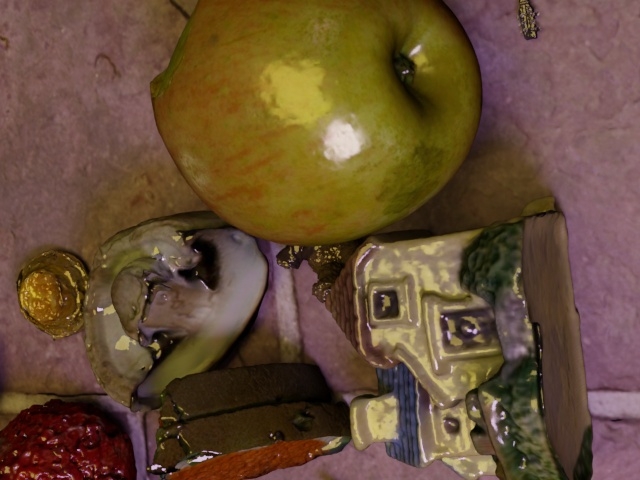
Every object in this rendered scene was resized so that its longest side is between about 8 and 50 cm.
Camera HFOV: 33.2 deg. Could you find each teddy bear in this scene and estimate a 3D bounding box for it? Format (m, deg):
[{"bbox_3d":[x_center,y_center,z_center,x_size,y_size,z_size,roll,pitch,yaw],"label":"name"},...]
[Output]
[{"bbox_3d":[0.005,0.005,1.320,0.119,0.078,0.160,-43,57,4],"label":"teddy bear"}]

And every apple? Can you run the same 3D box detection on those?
[{"bbox_3d":[-0.001,-0.159,1.147,0.340,0.339,0.339,3,97,22],"label":"apple"}]

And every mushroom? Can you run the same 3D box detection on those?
[{"bbox_3d":[-0.193,0.065,1.355,0.164,0.190,0.266,37,123,37],"label":"mushroom"}]

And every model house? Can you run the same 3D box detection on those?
[{"bbox_3d":[0.143,0.124,1.175,0.266,0.261,0.321,-7,90,25],"label":"model house"}]

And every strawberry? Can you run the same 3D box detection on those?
[{"bbox_3d":[-0.377,0.360,1.441,0.274,0.220,0.274,4,100,26],"label":"strawberry"}]

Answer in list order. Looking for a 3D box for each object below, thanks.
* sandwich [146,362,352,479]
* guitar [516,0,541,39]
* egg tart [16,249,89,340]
[{"bbox_3d":[-0.097,0.230,1.316,0.212,0.292,0.109,125,131,-58],"label":"sandwich"},{"bbox_3d":[0.222,-0.343,1.210,0.088,0.025,0.233,-8,94,23],"label":"guitar"},{"bbox_3d":[-0.374,0.079,1.496,0.131,0.052,0.130,2,97,20],"label":"egg tart"}]
